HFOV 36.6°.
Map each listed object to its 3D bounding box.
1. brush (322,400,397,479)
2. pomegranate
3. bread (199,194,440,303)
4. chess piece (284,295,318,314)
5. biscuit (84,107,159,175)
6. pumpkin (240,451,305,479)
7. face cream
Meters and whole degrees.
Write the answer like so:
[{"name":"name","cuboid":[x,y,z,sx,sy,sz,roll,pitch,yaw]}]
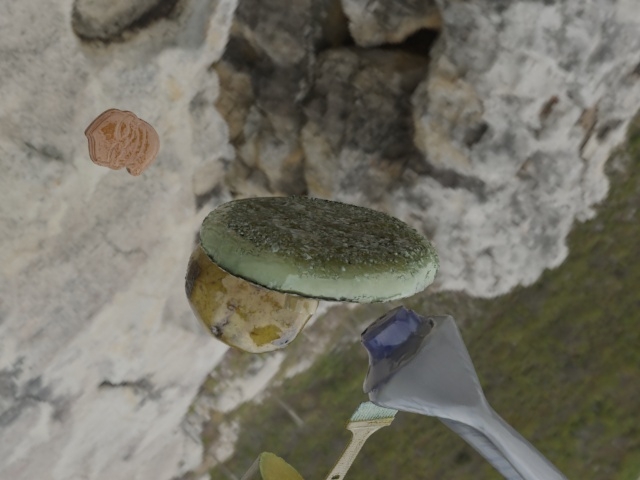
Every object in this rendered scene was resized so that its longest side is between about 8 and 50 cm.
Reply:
[{"name":"brush","cuboid":[0.053,0.310,1.470,0.082,0.010,0.218,2,132,-31]},{"name":"pomegranate","cuboid":[-0.136,0.088,1.958,0.281,0.281,0.281,-37,150,-25]},{"name":"bread","cuboid":[0.000,0.000,1.034,0.267,0.267,0.040,-14,119,-50]},{"name":"chess piece","cuboid":[-0.017,0.043,1.389,0.066,0.066,0.122,0,103,-57]},{"name":"biscuit","cuboid":[-0.320,-0.159,1.566,0.130,0.019,0.102,25,97,-39]},{"name":"pumpkin","cuboid":[-0.081,0.585,1.825,0.199,0.332,0.332,-38,153,0]},{"name":"face cream","cuboid":[0.209,0.245,1.125,0.137,0.420,0.235,-44,179,-7]}]
